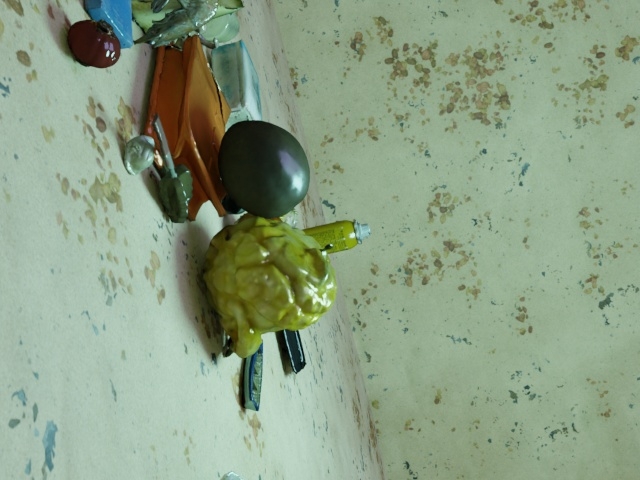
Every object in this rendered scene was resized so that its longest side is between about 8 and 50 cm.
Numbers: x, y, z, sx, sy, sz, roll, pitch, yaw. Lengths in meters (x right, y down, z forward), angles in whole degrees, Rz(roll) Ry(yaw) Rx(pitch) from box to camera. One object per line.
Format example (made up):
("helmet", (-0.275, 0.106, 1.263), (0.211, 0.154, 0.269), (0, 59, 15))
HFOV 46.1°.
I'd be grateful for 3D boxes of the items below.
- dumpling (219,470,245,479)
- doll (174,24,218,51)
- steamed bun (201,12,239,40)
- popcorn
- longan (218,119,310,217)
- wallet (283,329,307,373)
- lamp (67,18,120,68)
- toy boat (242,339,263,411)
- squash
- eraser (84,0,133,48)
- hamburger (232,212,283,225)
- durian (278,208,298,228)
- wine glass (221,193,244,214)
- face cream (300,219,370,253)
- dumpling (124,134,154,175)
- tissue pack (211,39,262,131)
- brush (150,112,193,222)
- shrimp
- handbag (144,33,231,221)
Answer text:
("dumpling", (-0.180, 0.575, 1.540), (0.151, 0.124, 0.229), (-47, 127, -33))
("doll", (-0.353, -0.586, 1.903), (0.278, 0.154, 0.119), (68, 39, -53))
("steamed bun", (-0.334, -0.662, 2.079), (0.200, 0.154, 0.250), (-77, 146, -76))
("popcorn", (-0.135, 0.122, 1.846), (0.349, 0.382, 0.349), (32, 15, -10))
("longan", (-0.140, -0.175, 1.798), (0.248, 0.248, 0.248), (-13, 90, -81))
("wallet", (-0.094, 0.324, 2.540), (0.323, 0.041, 0.247), (14, 64, -83))
("lamp", (-0.418, -0.364, 1.393), (0.101, 0.090, 0.101), (37, 22, -18))
("toy boat", (-0.178, 0.350, 1.994), (0.229, 0.045, 0.080), (-92, 165, -50))
("squash", (-0.321, -0.578, 1.739), (0.169, 0.252, 0.093), (52, 25, -69))
("eraser", (-0.452, -0.571, 1.600), (0.144, 0.042, 0.312), (58, 22, -66))
("hamburger", (-0.167, 0.023, 2.142), (0.237, 0.147, 0.237), (34, 45, -42))
("durian", (-0.139, -0.051, 2.646), (0.140, 0.078, 0.224), (32, -43, 38))
("wine glass", (-0.236, -0.116, 2.171), (0.195, 0.079, 0.079), (-46, 123, -80))
("face cream", (0.000, 0.000, 2.576), (0.105, 0.348, 0.105), (-13, 90, -80))
("dumpling", (-0.369, -0.176, 1.533), (0.052, 0.076, 0.057), (53, 1, 24))
("tissue pack", (-0.258, -0.456, 2.350), (0.201, 0.124, 0.271), (60, 19, -59))
("brush", (-0.318, -0.153, 1.597), (0.301, 0.071, 0.084), (89, 0, -53))
("shrimp", (-0.335, -0.515, 1.695), (0.047, 0.223, 0.126), (53, -8, 50))
("handbag", (-0.315, -0.282, 1.842), (0.303, 0.116, 0.410), (72, 11, -48))
